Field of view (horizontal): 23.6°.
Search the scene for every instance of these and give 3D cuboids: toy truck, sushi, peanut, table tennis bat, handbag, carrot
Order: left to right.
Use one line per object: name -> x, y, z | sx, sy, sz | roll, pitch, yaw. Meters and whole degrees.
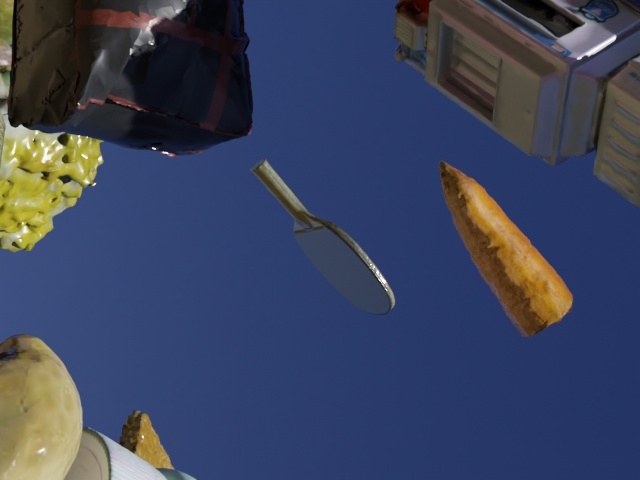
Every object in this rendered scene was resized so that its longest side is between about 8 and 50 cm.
peanut -> -0.193, 0.144, 0.749 | 0.236, 0.120, 0.110 | -58, 175, -38
sushi -> -0.410, -0.185, 1.670 | 0.240, 0.351, 0.397 | -51, -143, 34
handbag -> -0.135, -0.175, 1.138 | 0.155, 0.169, 0.215 | -7, -101, 48
table tennis bat -> 0.000, 0.000, 1.870 | 0.022, 0.246, 0.138 | -46, -166, -22
carrot -> 0.184, 0.000, 1.598 | 0.072, 0.072, 0.205 | -32, -88, 46
toy truck -> 0.187, -0.122, 1.051 | 0.268, 0.155, 0.124 | 40, -32, 33

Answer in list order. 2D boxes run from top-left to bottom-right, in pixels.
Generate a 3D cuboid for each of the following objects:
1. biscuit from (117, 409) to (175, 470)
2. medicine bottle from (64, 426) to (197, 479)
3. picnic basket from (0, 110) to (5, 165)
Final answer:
biscuit -> -0.145, 0.259, 1.243 | 0.231, 0.025, 0.131 | -89, 164, -49
medicine bottle -> -0.087, 0.215, 0.895 | 0.139, 0.225, 0.139 | -30, -142, 26
picnic basket -> -0.373, -0.088, 1.249 | 0.154, 0.196, 0.134 | -103, -179, -54
